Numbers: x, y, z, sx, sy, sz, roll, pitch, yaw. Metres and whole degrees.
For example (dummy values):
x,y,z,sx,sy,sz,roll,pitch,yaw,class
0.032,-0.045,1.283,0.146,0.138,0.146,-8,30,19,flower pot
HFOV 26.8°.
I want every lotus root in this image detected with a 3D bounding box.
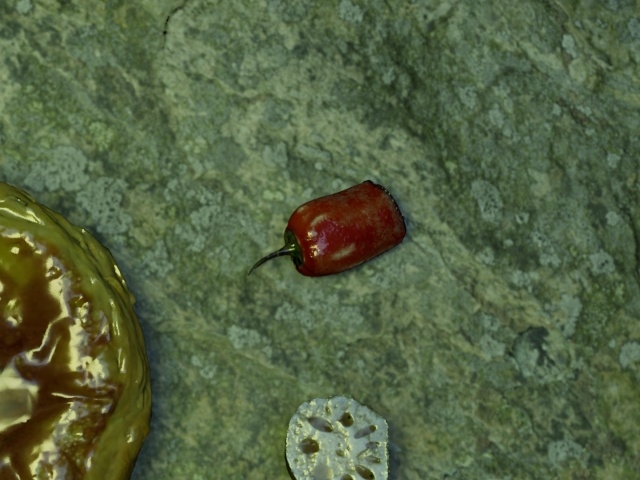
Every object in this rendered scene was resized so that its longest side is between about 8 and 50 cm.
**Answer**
x,y,z,sx,sy,sz,roll,pitch,yaw,class
0.013,0.232,1.465,0.112,0.081,0.122,4,77,-10,lotus root

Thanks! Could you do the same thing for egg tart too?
x,y,z,sx,sy,sz,roll,pitch,yaw,class
-0.388,0.146,1.341,0.443,0.178,0.443,3,77,-15,egg tart

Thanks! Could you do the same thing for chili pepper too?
x,y,z,sx,sy,sz,roll,pitch,yaw,class
0.000,0.000,1.516,0.192,0.084,0.086,-24,67,-22,chili pepper
